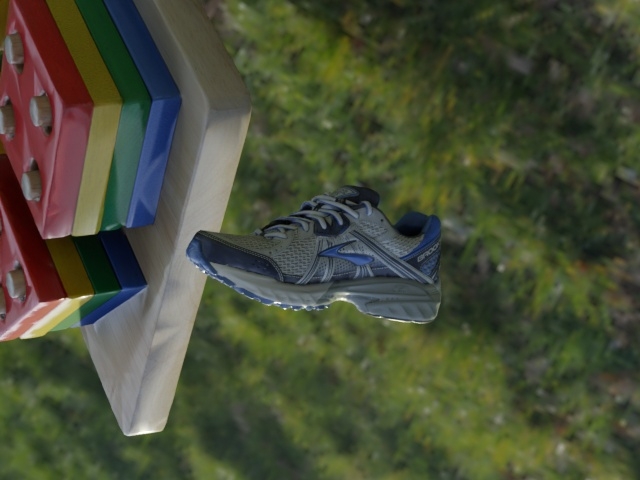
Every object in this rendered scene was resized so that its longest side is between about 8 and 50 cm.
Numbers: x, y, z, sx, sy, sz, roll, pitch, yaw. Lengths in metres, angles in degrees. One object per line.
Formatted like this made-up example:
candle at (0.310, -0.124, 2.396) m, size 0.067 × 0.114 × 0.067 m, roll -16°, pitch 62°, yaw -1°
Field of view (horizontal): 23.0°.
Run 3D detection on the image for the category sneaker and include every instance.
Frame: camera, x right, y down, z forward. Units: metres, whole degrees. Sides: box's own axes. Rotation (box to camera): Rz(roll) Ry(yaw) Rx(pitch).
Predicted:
sneaker at (0.000, 0.000, 0.720) m, size 0.135 × 0.058 × 0.052 m, roll 7°, pitch -170°, yaw -36°

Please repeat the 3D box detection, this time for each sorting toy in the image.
sorting toy at (-0.148, -0.061, 0.872) m, size 0.257 × 0.089 × 0.255 m, roll 61°, pitch 147°, yaw 36°
